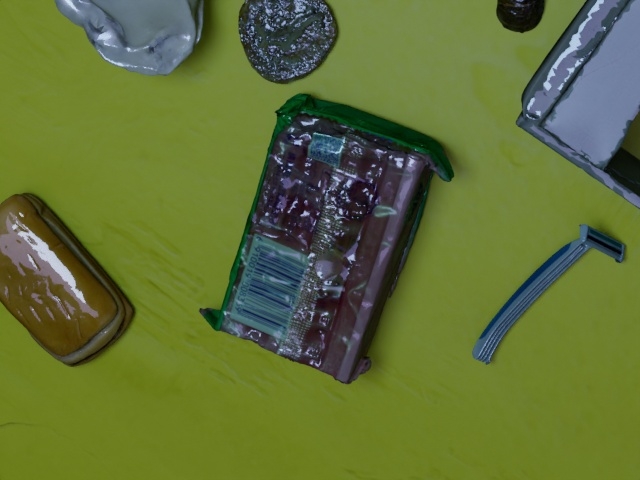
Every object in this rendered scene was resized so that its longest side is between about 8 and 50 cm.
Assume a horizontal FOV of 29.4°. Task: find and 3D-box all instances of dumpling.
[{"bbox_3d":[-0.196,-0.282,1.211,0.162,0.132,0.250,-13,97,20],"label":"dumpling"}]

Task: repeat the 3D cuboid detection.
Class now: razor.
[{"bbox_3d":[0.221,0.054,1.247,0.068,0.037,0.191,23,122,-37],"label":"razor"}]

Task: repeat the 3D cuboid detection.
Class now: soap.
[{"bbox_3d":[-0.001,0.001,1.257,0.217,0.098,0.273,21,109,8],"label":"soap"}]

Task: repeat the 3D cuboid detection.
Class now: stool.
[{"bbox_3d":[0.352,-0.144,1.086,0.269,0.170,0.244,36,111,3],"label":"stool"}]

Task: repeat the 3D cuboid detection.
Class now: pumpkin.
[{"bbox_3d":[0.194,-0.240,1.177,0.050,0.028,0.083,1,110,13],"label":"pumpkin"}]

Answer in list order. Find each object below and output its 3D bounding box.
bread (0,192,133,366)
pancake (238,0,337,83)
[{"bbox_3d":[-0.308,0.049,1.369,0.116,0.077,0.200,-40,93,13],"label":"bread"},{"bbox_3d":[-0.033,-0.213,1.249,0.108,0.017,0.108,3,108,11],"label":"pancake"}]
